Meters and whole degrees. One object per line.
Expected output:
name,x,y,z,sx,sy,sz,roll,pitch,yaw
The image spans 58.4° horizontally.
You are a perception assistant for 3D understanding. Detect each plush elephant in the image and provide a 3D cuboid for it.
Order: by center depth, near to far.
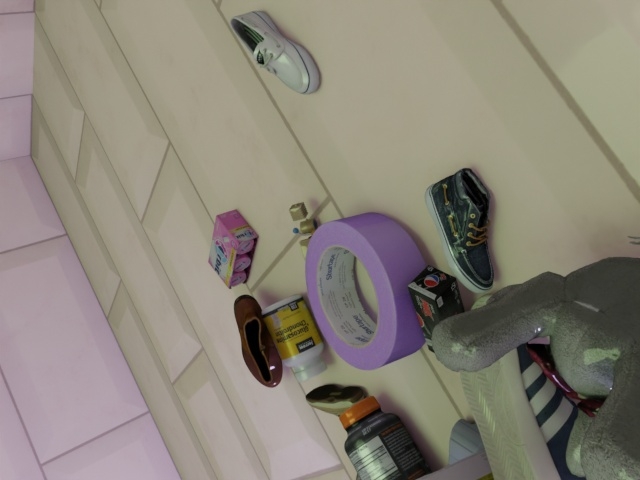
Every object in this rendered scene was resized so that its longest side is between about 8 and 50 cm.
plush elephant,0.331,0.150,0.643,0.272,0.330,0.255,28,151,49

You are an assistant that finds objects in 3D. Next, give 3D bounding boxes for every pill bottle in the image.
pill bottle,0.133,0.437,1.137,0.246,0.130,0.130,58,144,24
pill bottle,-0.055,0.223,1.308,0.103,0.103,0.184,-32,81,55

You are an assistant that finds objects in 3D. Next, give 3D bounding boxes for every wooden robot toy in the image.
wooden robot toy,0.000,0.000,1.175,0.079,0.076,0.173,-15,96,20

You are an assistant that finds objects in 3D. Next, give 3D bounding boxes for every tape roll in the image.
tape roll,0.081,0.091,1.044,0.275,0.090,0.275,30,126,51

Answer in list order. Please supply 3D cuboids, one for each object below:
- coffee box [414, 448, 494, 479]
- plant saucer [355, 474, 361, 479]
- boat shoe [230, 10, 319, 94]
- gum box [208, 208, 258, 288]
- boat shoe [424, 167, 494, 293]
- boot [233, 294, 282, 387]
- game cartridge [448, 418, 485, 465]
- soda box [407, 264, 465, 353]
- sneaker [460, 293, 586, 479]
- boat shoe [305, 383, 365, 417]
coffee box,0.227,0.537,0.745,0.334,0.338,0.338,32,117,46
plant saucer,0.175,0.621,1.257,0.310,0.050,0.311,30,130,44
boat shoe,-0.094,-0.351,1.088,0.226,0.075,0.083,49,141,26
gum box,-0.228,0.028,1.476,0.107,0.062,0.188,49,140,27
boat shoe,0.222,-0.013,0.846,0.083,0.065,0.183,-35,78,56
boot,-0.131,0.271,1.359,0.280,0.096,0.264,-151,50,-74
game cartridge,0.311,0.476,0.995,0.196,0.060,0.294,19,122,43
soda box,0.193,0.121,0.914,0.060,0.053,0.169,27,150,45
sneaker,0.304,0.236,0.801,0.131,0.148,0.350,114,157,-50
boat shoe,0.037,0.376,1.303,0.190,0.068,0.072,-14,107,55
